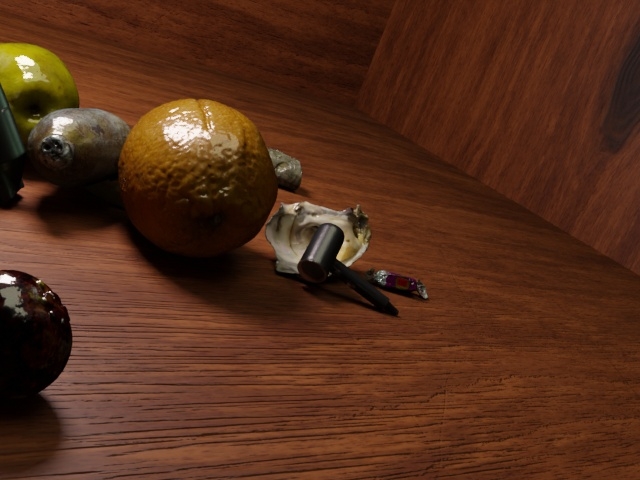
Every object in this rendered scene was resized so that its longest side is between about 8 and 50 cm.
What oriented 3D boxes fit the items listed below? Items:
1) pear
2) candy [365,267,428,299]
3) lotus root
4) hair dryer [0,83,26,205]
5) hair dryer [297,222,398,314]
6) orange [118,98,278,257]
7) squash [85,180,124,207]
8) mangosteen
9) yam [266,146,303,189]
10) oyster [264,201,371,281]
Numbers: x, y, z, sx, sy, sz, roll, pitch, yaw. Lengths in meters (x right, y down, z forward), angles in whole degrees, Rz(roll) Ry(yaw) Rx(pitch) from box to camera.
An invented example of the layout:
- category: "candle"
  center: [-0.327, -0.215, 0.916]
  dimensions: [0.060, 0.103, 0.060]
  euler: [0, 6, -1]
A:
- category: "pear"
  center: [-0.667, -0.311, 1.884]
  dimensions: [0.253, 0.252, 0.307]
  euler: [12, 5, -31]
- category: "candy"
  center: [0.186, 0.102, 2.038]
  dimensions: [0.175, 0.045, 0.043]
  euler: [14, -15, -20]
- category: "lotus root"
  center: [-0.493, -0.192, 1.739]
  dimensions: [0.175, 0.175, 0.349]
  euler: [25, 8, 8]
- category: "hair dryer"
  center: [-0.718, -0.165, 1.599]
  dimensions: [0.303, 0.244, 0.116]
  euler: [-18, 19, -13]
- category: "hair dryer"
  center: [0.075, 0.077, 1.869]
  dimensions: [0.255, 0.070, 0.128]
  euler: [36, 50, -14]
- category: "orange"
  center: [-0.242, -0.121, 1.724]
  dimensions: [0.322, 0.322, 0.357]
  euler: [13, 21, -28]
- category: "squash"
  center: [-0.431, -0.130, 1.961]
  dimensions: [0.252, 0.048, 0.252]
  euler: [20, 18, -7]
- category: "mangosteen"
  center: [-0.403, 0.126, 1.061]
  dimensions: [0.172, 0.184, 0.172]
  euler: [48, -17, 20]
- category: "yam"
  center: [-0.142, -0.217, 2.511]
  dimensions: [0.183, 0.107, 0.107]
  euler: [20, 17, -14]
- category: "oyster"
  center: [-0.007, 0.005, 1.961]
  dimensions: [0.271, 0.100, 0.275]
  euler: [31, 54, -23]
